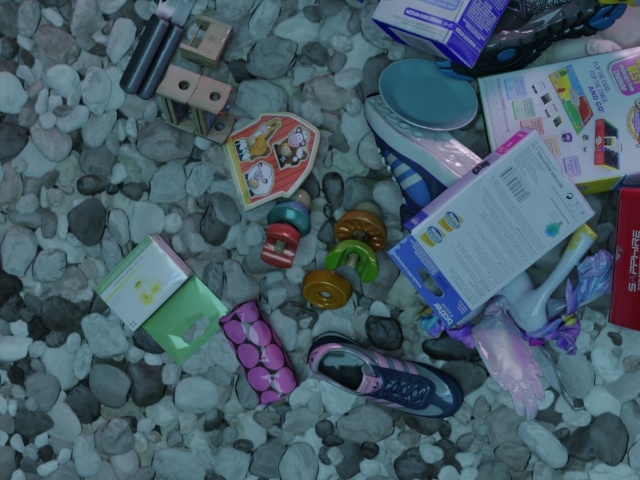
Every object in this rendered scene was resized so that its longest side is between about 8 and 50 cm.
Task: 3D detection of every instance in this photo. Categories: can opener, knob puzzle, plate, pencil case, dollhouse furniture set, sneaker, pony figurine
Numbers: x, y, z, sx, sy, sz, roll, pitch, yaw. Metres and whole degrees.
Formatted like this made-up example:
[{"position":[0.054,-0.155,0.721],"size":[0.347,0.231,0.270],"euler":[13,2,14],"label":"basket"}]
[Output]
[{"position":[-0.311,-0.412,1.552],"size":[0.093,0.074,0.280],"euler":[33,102,38],"label":"can opener"},{"position":[-0.090,-0.169,1.523],"size":[0.213,0.030,0.213],"euler":[-6,73,20],"label":"knob puzzle"},{"position":[0.195,-0.261,1.454],"size":[0.188,0.188,0.024],"euler":[23,141,5],"label":"plate"},{"position":[-0.128,0.226,1.597],"size":[0.098,0.095,0.209],"euler":[-25,91,27],"label":"pencil case"},{"position":[-0.210,-0.307,1.534],"size":[0.129,0.129,0.184],"euler":[21,71,5],"label":"dollhouse furniture set"},{"position":[0.363,-0.399,1.433],"size":[0.340,0.125,0.140],"euler":[-20,71,10],"label":"sneaker"},{"position":[0.122,0.279,1.542],"size":[0.319,0.131,0.112],"euler":[18,100,6],"label":"sneaker"},{"position":[0.170,-0.101,1.484],"size":[0.323,0.130,0.236],"euler":[46,138,31],"label":"sneaker"},{"position":[0.372,0.123,1.438],"size":[0.363,0.303,0.351],"euler":[-46,57,15],"label":"pony figurine"}]

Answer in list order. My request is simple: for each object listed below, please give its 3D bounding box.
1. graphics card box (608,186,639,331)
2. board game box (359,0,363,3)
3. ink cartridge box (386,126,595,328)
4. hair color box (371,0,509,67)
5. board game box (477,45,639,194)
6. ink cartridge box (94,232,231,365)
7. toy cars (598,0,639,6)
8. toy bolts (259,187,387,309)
[{"position":[0.661,0.024,1.350],"size":[0.371,0.094,0.233],"euler":[-2,98,-27],"label":"graphics card box"},{"position":[-0.008,-0.621,1.428],"size":[0.347,0.078,0.233],"euler":[36,102,14],"label":"board game box"},{"position":[0.275,-0.019,1.318],"size":[0.311,0.065,0.186],"euler":[-40,107,0],"label":"ink cartridge box"},{"position":[0.253,-0.488,1.368],"size":[0.185,0.110,0.339],"euler":[33,95,41],"label":"hair color box"},{"position":[0.454,-0.201,1.409],"size":[0.316,0.064,0.242],"euler":[-9,71,10],"label":"board game box"},{"position":[-0.320,0.126,1.629],"size":[0.171,0.056,0.235],"euler":[-43,88,11],"label":"ink cartridge box"},{"position":[0.603,-0.495,1.333],"size":[0.393,0.087,0.176],"euler":[-44,52,-17],"label":"toy cars"},{"position":[0.000,0.000,1.547],"size":[0.228,0.158,0.218],"euler":[22,141,-5],"label":"toy bolts"}]
